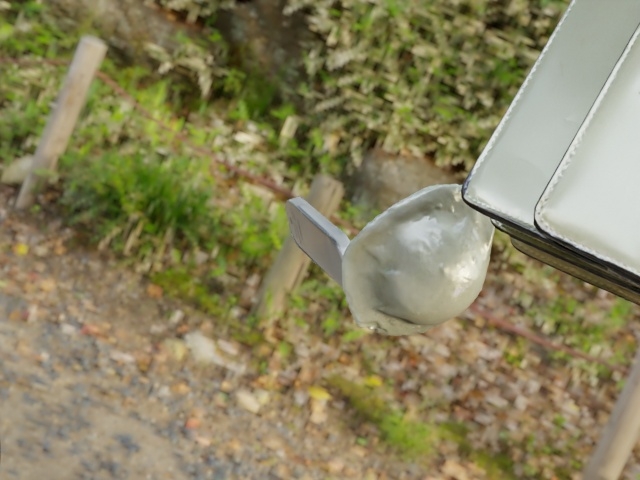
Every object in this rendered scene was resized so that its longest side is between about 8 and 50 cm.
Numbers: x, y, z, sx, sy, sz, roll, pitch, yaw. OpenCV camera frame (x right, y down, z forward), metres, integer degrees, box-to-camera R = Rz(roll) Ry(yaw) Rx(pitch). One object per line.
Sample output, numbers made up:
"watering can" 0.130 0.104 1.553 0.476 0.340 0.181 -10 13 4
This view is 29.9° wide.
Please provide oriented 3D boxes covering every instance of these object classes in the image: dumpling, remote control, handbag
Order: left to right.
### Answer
"remote control" 0.000 0.000 1.604 0.022 0.077 0.245 -16 22 -14
"dumpling" 0.101 0.017 1.292 0.155 0.181 0.111 15 -3 -26
"handbag" 0.324 -0.127 1.114 0.236 0.358 0.160 27 -6 35
